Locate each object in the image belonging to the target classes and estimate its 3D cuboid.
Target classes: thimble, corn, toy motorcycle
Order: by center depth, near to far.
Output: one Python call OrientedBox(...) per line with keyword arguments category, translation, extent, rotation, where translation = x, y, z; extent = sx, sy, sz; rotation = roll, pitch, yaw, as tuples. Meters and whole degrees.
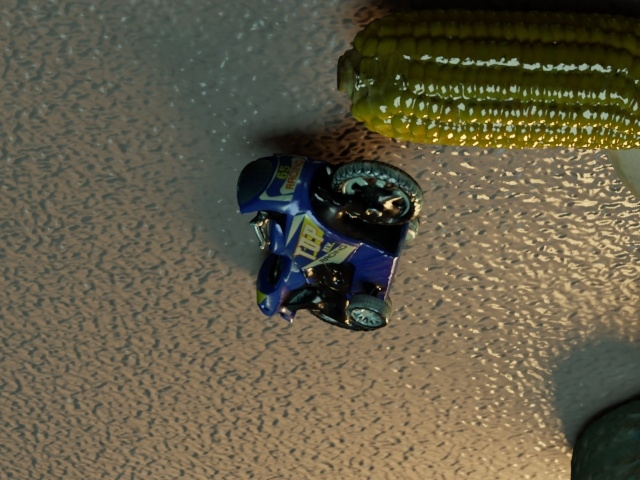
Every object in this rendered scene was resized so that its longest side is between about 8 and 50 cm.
OrientedBox(category="corn", translation=(0.195, -0.130, 1.583), extent=(0.363, 0.120, 0.120), rotation=(4, 143, 0))
OrientedBox(category="toy motorcycle", translation=(0.000, 0.000, 1.789), extent=(0.168, 0.113, 0.315), rotation=(17, 151, 3))
OrientedBox(category="thimble", translation=(0.367, 0.270, 2.062), extent=(0.198, 0.143, 0.235), rotation=(-1, 140, 8))

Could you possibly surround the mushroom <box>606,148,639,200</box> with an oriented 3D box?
OrientedBox(category="mushroom", translation=(0.339, -0.041, 1.699), extent=(0.108, 0.096, 0.247), rotation=(-35, 135, 8))
